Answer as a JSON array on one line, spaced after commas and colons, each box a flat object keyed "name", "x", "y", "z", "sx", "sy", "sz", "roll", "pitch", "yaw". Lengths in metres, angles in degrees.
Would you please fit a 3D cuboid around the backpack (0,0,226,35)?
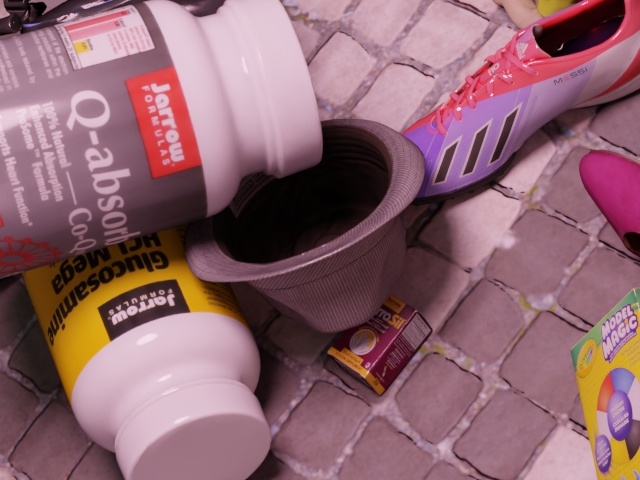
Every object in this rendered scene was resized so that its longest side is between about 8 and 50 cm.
[{"name": "backpack", "x": -0.167, "y": -0.202, "z": 1.934, "sx": 0.277, "sy": 0.213, "sz": 0.263, "roll": -12, "pitch": 12, "yaw": 5}]

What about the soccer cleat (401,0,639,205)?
[{"name": "soccer cleat", "x": 0.186, "y": -0.149, "z": 1.806, "sx": 0.318, "sy": 0.116, "sz": 0.108, "roll": -29, "pitch": 54, "yaw": 8}]

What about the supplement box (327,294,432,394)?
[{"name": "supplement box", "x": 0.057, "y": 0.096, "z": 1.771, "sx": 0.055, "sy": 0.043, "sz": 0.083, "roll": 31, "pitch": 78, "yaw": 38}]

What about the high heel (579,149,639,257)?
[{"name": "high heel", "x": 0.314, "y": 0.069, "z": 1.616, "sx": 0.181, "sy": 0.127, "sz": 0.377, "roll": -48, "pitch": 48, "yaw": 2}]

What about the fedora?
[{"name": "fedora", "x": 0.000, "y": 0.000, "z": 1.762, "sx": 0.244, "sy": 0.124, "sz": 0.275, "roll": -25, "pitch": 30, "yaw": 0}]

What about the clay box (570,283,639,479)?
[{"name": "clay box", "x": 0.274, "y": 0.140, "z": 1.572, "sx": 0.053, "sy": 0.127, "sz": 0.222, "roll": 2, "pitch": 61, "yaw": -21}]

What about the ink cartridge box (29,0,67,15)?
[{"name": "ink cartridge box", "x": -0.268, "y": -0.309, "z": 2.129, "sx": 0.198, "sy": 0.115, "sz": 0.067, "roll": 8, "pitch": 65, "yaw": 31}]

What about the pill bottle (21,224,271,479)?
[{"name": "pill bottle", "x": -0.170, "y": 0.086, "z": 1.798, "sx": 0.188, "sy": 0.188, "sz": 0.334, "roll": -32, "pitch": 52, "yaw": 6}]

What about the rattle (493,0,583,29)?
[{"name": "rattle", "x": 0.237, "y": -0.286, "z": 1.905, "sx": 0.143, "sy": 0.130, "sz": 0.200, "roll": -25, "pitch": 15, "yaw": -17}]

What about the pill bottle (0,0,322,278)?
[{"name": "pill bottle", "x": -0.197, "y": -0.102, "z": 1.696, "sx": 0.363, "sy": 0.210, "sz": 0.210, "roll": -17, "pitch": 52, "yaw": -10}]
